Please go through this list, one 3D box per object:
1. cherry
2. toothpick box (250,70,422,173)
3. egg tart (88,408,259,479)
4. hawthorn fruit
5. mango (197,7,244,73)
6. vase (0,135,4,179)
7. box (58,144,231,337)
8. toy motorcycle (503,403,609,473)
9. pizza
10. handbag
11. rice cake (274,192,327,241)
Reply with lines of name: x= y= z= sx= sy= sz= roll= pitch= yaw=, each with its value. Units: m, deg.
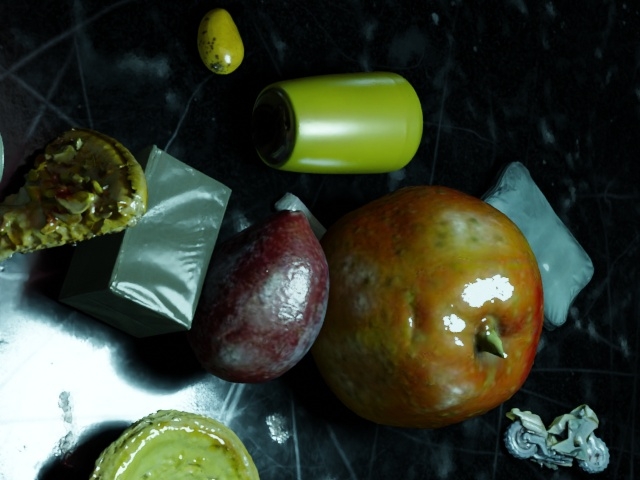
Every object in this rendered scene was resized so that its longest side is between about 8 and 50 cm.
cherry: x=-0.095 y=0.088 z=1.842 sx=0.203 sy=0.230 sz=0.300 roll=29 pitch=101 yaw=-16
toothpick box: x=0.021 y=-0.195 z=2.056 sx=0.271 sy=0.175 sz=0.175 roll=-6 pitch=83 yaw=-36
egg tart: x=-0.220 y=0.397 z=1.769 sx=0.315 sy=0.120 sz=0.315 roll=9 pitch=75 yaw=-38
hawthorn fruit: x=0.179 y=0.122 z=1.947 sx=0.403 sy=0.403 sz=0.403 roll=9 pitch=74 yaw=-36
mango: x=-0.164 y=-0.327 z=2.015 sx=0.079 sy=0.057 sz=0.114 roll=6 pitch=73 yaw=-29
vase: x=-0.579 y=-0.108 z=1.584 sx=0.321 sy=0.173 sz=0.173 roll=-7 pitch=84 yaw=-43
box: x=-0.259 y=0.007 z=1.807 sx=0.149 sy=0.155 sz=0.231 roll=30 pitch=62 yaw=-32
toy motorcycle: x=0.443 y=0.362 z=2.315 sx=0.229 sy=0.094 sz=0.130 roll=14 pitch=66 yaw=-21
pizza: x=-0.380 y=-0.077 z=1.733 sx=0.251 sy=0.287 sz=0.074 roll=-98 pitch=173 yaw=-56
handbag: x=0.407 y=0.005 z=2.377 sx=0.332 sy=0.075 sz=0.191 roll=52 pitch=58 yaw=-21
rice cake: x=0.000 y=0.000 z=2.082 sx=0.207 sy=0.036 sz=0.047 roll=45 pitch=48 yaw=-21
